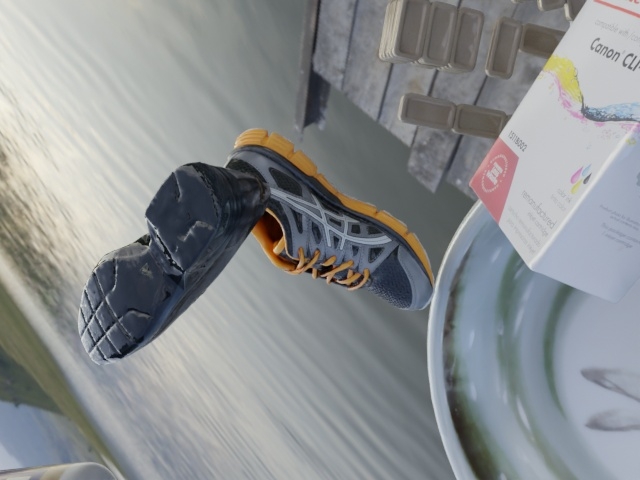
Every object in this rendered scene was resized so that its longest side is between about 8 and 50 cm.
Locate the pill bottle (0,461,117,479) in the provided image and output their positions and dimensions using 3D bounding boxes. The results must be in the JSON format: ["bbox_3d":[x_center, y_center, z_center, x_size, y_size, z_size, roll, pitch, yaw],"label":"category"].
[{"bbox_3d":[-0.269,0.232,0.409,0.153,0.264,0.153,175,90,-87],"label":"pill bottle"}]

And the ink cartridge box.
[{"bbox_3d":[0.177,-0.080,0.361,0.067,0.198,0.115,21,-155,-18],"label":"ink cartridge box"}]

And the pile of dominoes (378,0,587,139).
[{"bbox_3d":[0.186,-0.200,0.653,0.040,0.251,0.196,-150,68,-70],"label":"pile of dominoes"}]

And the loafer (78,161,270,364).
[{"bbox_3d":[-0.091,0.021,0.397,0.170,0.061,0.062,-41,72,29],"label":"loafer"}]

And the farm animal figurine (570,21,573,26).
[{"bbox_3d":[0.416,-0.226,0.747,0.327,0.172,0.330,57,179,14],"label":"farm animal figurine"}]

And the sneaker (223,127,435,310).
[{"bbox_3d":[0.000,0.000,0.544,0.214,0.083,0.084,35,148,-3],"label":"sneaker"}]

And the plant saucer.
[{"bbox_3d":[0.251,0.115,0.461,0.400,0.100,0.401,15,108,52],"label":"plant saucer"}]
